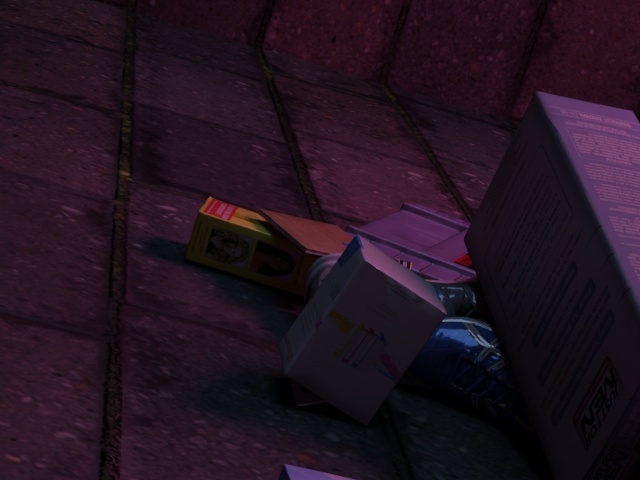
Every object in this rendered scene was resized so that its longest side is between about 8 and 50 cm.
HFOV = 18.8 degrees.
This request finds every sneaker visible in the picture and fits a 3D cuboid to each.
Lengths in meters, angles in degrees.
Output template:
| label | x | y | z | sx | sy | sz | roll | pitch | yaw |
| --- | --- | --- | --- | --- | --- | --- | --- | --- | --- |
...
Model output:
| label | x | y | z | sx | sy | sz | roll | pitch | yaw |
| --- | --- | --- | --- | --- | --- | --- | --- | --- | --- |
| sneaker | 0.173 | 0.129 | 1.806 | 0.211 | 0.080 | 0.081 | 17 | 11 | -2 |
| sneaker | 0.115 | 0.092 | 1.891 | 0.281 | 0.105 | 0.115 | 8 | 22 | 5 |

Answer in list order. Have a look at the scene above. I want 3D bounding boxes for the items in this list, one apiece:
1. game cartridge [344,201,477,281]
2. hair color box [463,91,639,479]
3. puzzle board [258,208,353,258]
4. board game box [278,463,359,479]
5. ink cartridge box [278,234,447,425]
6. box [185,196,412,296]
| label | x | y | z | sx | sy | sz | roll | pitch | yaw |
| --- | --- | --- | --- | --- | --- | --- | --- | --- | --- |
| game cartridge | 0.161 | 0.029 | 2.259 | 0.230 | 0.068 | 0.355 | 17 | 12 | 16 |
| hair color box | 0.253 | 0.050 | 1.737 | 0.113 | 0.185 | 0.374 | 10 | 35 | -20 |
| puzzle board | 0.000 | 0.000 | 2.006 | 0.096 | 0.011 | 0.128 | 12 | 14 | -28 |
| board game box | 0.080 | 0.227 | 1.373 | 0.211 | 0.039 | 0.160 | 13 | 14 | -14 |
| ink cartridge box | 0.030 | 0.086 | 1.698 | 0.090 | 0.143 | 0.092 | 33 | 10 | -11 |
| box | -0.022 | 0.021 | 2.046 | 0.232 | 0.058 | 0.087 | 18 | 13 | 2 |
